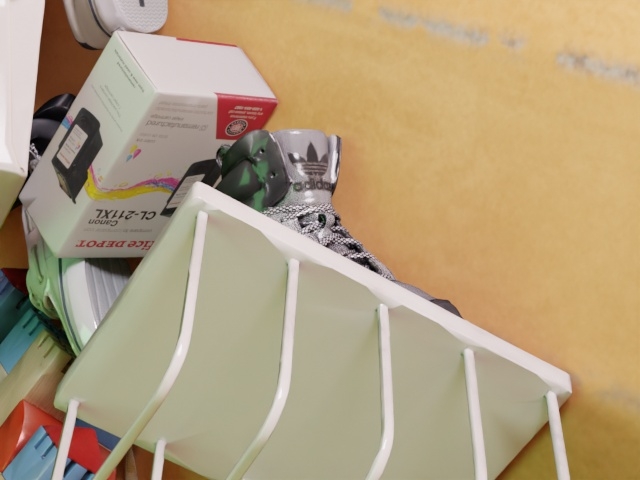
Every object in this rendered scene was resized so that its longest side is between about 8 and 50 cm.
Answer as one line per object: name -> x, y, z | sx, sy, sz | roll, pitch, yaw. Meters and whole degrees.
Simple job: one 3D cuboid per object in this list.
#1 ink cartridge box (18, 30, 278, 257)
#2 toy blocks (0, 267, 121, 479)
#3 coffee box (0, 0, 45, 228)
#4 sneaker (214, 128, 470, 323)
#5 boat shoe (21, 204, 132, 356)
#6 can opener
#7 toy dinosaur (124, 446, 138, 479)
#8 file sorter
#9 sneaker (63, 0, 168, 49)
ink cartridge box -> -0.134, -0.069, 1.281 | 0.072, 0.127, 0.175 | 54, 125, 29
toy blocks -> -0.259, 0.180, 1.359 | 0.261, 0.191, 0.381 | -51, 32, 0
coffee box -> -0.412, -0.162, 1.307 | 0.334, 0.338, 0.338 | 135, 140, -60
sneaker -> 0.000, 0.000, 1.159 | 0.268, 0.101, 0.153 | 11, 97, 46
boat shoe -> -0.200, 0.032, 1.347 | 0.076, 0.083, 0.226 | -33, 38, 15
can opener -> -0.269, -0.060, 1.479 | 0.059, 0.073, 0.186 | 45, 131, -8
toy dinosaur -> -0.158, 0.257, 1.356 | 0.092, 0.053, 0.183 | -27, 56, 23
file sorter -> -0.009, 0.137, 1.003 | 0.193, 0.278, 0.173 | -54, 17, 29
sneaker -> -0.195, -0.284, 1.377 | 0.091, 0.094, 0.258 | -14, 79, 40
